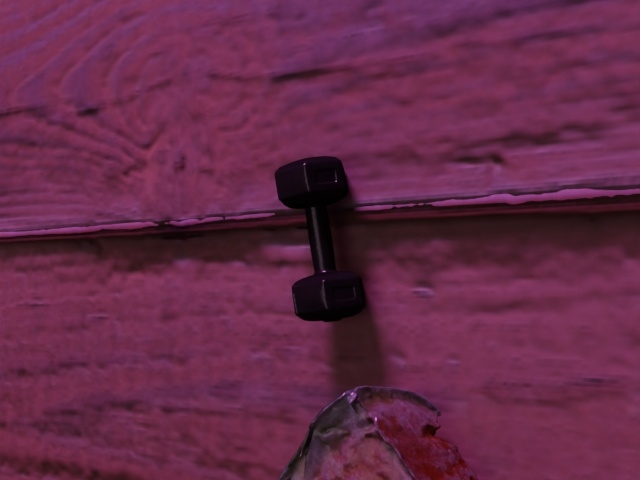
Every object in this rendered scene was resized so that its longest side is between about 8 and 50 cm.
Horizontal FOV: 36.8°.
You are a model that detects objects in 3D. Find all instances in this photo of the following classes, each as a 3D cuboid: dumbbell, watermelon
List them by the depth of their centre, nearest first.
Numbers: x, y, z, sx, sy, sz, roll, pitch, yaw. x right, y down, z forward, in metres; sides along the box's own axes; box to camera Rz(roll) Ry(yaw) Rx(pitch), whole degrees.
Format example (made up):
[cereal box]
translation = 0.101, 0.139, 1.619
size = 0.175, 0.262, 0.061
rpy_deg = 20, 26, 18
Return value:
[watermelon]
translation = 0.039, 0.167, 0.451
size = 0.139, 0.071, 0.187
rpy_deg = 17, 93, 28
[dumbbell]
translation = 0.000, 0.000, 0.490
size = 0.040, 0.036, 0.083
rpy_deg = -12, 84, 34
